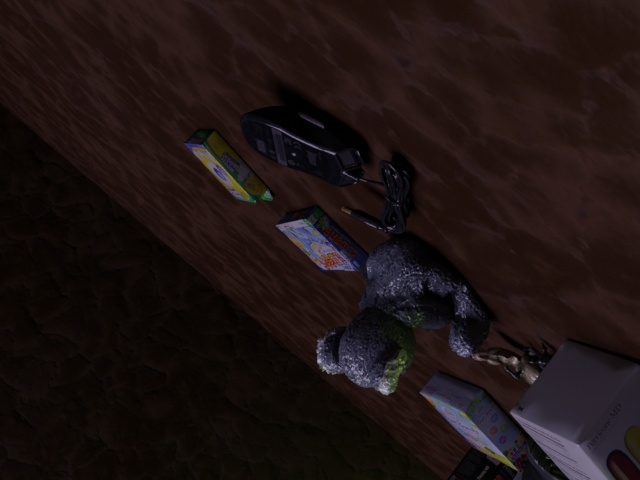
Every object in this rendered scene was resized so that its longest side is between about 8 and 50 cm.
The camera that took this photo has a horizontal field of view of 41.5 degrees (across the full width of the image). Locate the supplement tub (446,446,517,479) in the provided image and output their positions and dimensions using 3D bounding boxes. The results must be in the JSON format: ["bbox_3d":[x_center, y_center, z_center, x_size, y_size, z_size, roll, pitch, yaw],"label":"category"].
[{"bbox_3d":[0.368,0.533,1.915,0.117,0.190,0.117,38,167,10],"label":"supplement tub"}]

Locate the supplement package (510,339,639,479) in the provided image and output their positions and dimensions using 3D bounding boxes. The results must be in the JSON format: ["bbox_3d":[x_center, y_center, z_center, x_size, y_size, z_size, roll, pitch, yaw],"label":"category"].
[{"bbox_3d":[0.396,0.271,1.138,0.244,0.139,0.134,47,167,-25],"label":"supplement package"}]

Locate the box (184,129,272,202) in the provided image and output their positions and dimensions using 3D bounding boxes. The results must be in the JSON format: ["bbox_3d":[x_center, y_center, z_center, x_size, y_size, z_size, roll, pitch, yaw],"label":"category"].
[{"bbox_3d":[-0.173,-0.134,1.615,0.179,0.043,0.105,46,166,-25],"label":"box"}]

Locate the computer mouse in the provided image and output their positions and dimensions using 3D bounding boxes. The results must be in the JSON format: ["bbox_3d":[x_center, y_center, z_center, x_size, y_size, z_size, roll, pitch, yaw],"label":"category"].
[{"bbox_3d":[0.019,-0.104,1.168,0.262,0.060,0.184,22,156,22],"label":"computer mouse"}]

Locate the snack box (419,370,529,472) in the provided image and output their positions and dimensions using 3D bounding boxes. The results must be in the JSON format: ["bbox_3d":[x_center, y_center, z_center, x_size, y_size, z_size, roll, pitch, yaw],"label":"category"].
[{"bbox_3d":[0.333,0.382,1.796,0.207,0.070,0.174,48,165,-20],"label":"snack box"}]

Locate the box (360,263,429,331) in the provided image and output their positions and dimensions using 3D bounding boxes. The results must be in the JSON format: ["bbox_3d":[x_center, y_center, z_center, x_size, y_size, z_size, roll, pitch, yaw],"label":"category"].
[{"bbox_3d":[0.145,0.092,1.490,0.162,0.029,0.116,40,166,7],"label":"box"}]

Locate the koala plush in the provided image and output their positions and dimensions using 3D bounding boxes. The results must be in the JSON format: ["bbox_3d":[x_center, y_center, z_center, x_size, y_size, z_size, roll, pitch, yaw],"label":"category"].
[{"bbox_3d":[0.105,0.130,1.284,0.196,0.221,0.203,18,149,50],"label":"koala plush"}]

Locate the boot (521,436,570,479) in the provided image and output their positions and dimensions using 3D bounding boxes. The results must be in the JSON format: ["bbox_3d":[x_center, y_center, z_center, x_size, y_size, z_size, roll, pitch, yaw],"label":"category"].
[{"bbox_3d":[0.515,0.504,1.511,0.367,0.146,0.445,45,166,28],"label":"boot"}]

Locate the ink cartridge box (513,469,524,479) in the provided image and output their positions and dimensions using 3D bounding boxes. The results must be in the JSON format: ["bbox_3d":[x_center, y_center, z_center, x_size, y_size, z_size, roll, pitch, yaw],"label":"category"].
[{"bbox_3d":[0.521,0.649,1.920,0.332,0.165,0.065,28,161,46],"label":"ink cartridge box"}]

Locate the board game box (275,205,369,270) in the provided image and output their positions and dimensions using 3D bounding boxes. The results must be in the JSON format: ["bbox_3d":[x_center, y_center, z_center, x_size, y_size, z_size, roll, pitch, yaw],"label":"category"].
[{"bbox_3d":[0.000,0.000,1.576,0.136,0.035,0.201,44,166,-11],"label":"board game box"}]

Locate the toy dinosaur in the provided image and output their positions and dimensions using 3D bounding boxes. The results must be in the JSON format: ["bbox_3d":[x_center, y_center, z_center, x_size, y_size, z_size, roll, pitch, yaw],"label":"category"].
[{"bbox_3d":[0.352,0.215,1.263,0.268,0.064,0.118,33,171,22],"label":"toy dinosaur"}]
